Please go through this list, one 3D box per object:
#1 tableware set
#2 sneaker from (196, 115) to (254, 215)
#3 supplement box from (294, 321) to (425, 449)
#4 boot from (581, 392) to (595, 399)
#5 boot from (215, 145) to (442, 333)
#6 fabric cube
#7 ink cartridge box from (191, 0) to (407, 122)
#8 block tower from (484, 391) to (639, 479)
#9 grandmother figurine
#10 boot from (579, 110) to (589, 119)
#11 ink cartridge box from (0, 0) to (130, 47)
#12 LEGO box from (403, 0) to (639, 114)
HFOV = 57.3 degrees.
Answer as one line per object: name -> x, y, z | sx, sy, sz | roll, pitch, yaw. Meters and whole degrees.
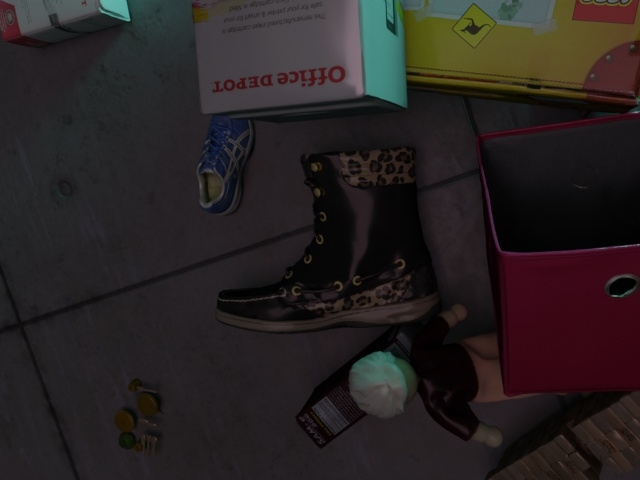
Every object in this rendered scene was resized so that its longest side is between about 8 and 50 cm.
tableware set -> -0.368, 0.357, 1.183 | 0.103, 0.024, 0.154 | 7, 101, 18
sneaker -> -0.168, -0.145, 1.017 | 0.080, 0.081, 0.211 | 8, 99, 16
supplement box -> 0.078, 0.231, 0.979 | 0.239, 0.130, 0.073 | -42, 87, 18
boot -> 0.501, 0.227, 0.883 | 0.213, 0.077, 0.165 | -22, 92, 25
boot -> 0.000, 0.000, 0.961 | 0.376, 0.138, 0.285 | -4, 98, 13
fabric cube -> 0.344, 0.020, 0.752 | 0.253, 0.259, 0.258 | -5, 129, 13
ink cartridge box -> -0.019, -0.282, 0.682 | 0.198, 0.197, 0.270 | 0, 97, 21
block tower -> 0.397, 0.299, 0.866 | 0.091, 0.097, 0.335 | 49, 124, 13
grandmother figurine -> 0.205, 0.195, 0.847 | 0.342, 0.208, 0.104 | -2, 140, -18
boot -> 0.386, -0.252, 0.868 | 0.086, 0.042, 0.119 | 32, 105, 16
ink cartridge box -> -0.469, -0.453, 1.051 | 0.217, 0.092, 0.159 | -8, 96, 19
LEGO box -> 0.194, -0.392, 0.796 | 0.499, 0.193, 0.373 | 13, 102, 20
